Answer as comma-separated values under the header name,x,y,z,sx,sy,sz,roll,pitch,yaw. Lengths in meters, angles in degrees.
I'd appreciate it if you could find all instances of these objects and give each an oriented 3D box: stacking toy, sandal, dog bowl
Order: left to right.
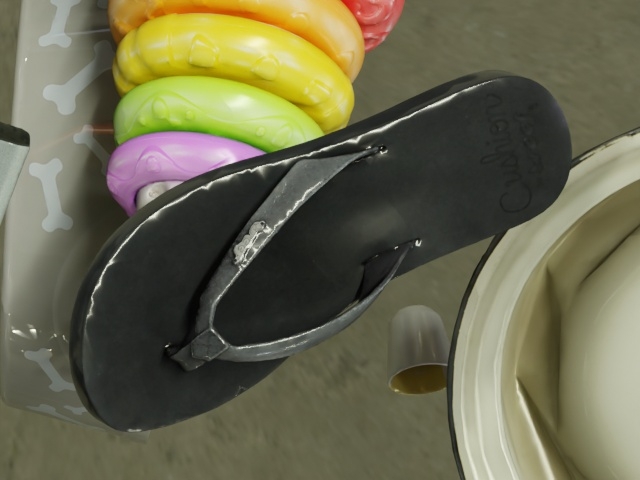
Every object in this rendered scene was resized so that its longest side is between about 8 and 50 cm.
name,x,y,z,sx,sy,sz,roll,pitch,yaw
dog bowl,-0.156,-0.039,1.268,0.102,0.349,0.348,3,100,-8
stacking toy,-0.051,-0.056,0.998,0.175,0.166,0.302,19,65,-19
sandal,0.000,-0.001,0.837,0.254,0.054,0.097,-31,112,-9
dog bowl,0.302,0.106,1.370,0.408,0.150,0.408,1,94,9

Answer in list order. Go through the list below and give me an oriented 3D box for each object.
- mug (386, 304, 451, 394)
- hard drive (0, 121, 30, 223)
name,x,y,z,sx,sy,sz,roll,pitch,yaw
mug,0.079,0.095,1.622,0.062,0.064,0.078,17,143,-38
hard drive,-0.203,-0.005,0.888,0.094,0.022,0.135,17,115,-18
